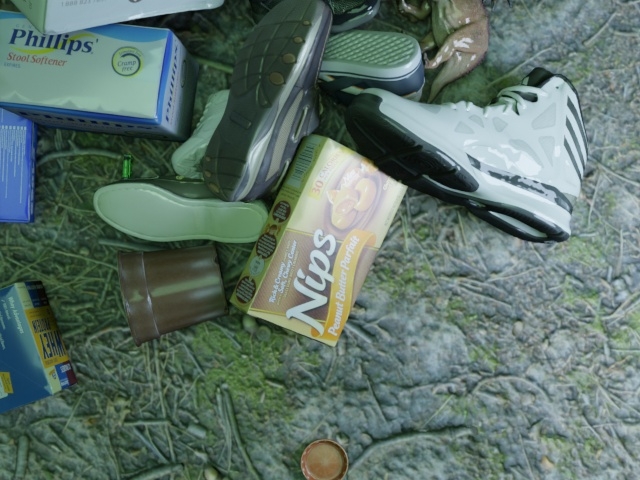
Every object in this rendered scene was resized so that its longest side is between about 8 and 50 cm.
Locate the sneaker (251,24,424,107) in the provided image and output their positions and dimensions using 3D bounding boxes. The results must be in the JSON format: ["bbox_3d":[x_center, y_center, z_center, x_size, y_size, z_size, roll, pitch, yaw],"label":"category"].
[{"bbox_3d":[0.028,-0.296,1.635,0.321,0.127,0.126,22,63,29],"label":"sneaker"}]

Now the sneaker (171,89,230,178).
[{"bbox_3d":[-0.173,-0.195,1.656,0.232,0.090,0.115,-38,62,-22],"label":"sneaker"}]

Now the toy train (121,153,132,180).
[{"bbox_3d":[-0.343,-0.112,1.702,0.017,0.024,0.083,2,90,2],"label":"toy train"}]

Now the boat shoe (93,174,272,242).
[{"bbox_3d":[-0.234,-0.062,1.665,0.305,0.091,0.109,6,123,3],"label":"boat shoe"}]

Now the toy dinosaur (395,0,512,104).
[{"bbox_3d":[0.244,-0.381,1.639,0.200,0.127,0.295,-6,102,-20],"label":"toy dinosaur"}]

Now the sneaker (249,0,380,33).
[{"bbox_3d":[-0.020,-0.411,1.578,0.228,0.130,0.087,10,56,22],"label":"sneaker"}]

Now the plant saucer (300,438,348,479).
[{"bbox_3d":[0.007,0.389,1.692,0.084,0.013,0.083,0,91,2],"label":"plant saucer"}]

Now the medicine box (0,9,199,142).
[{"bbox_3d":[-0.355,-0.258,1.570,0.264,0.289,0.149,7,90,2],"label":"medicine box"}]

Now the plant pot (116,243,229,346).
[{"bbox_3d":[-0.246,0.083,1.637,0.165,0.167,0.167,-11,89,-5],"label":"plant pot"}]

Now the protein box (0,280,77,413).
[{"bbox_3d":[-0.560,0.196,1.653,0.201,0.136,0.199,-20,89,2],"label":"protein box"}]

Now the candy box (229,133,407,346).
[{"bbox_3d":[0.000,0.000,1.620,0.183,0.087,0.316,24,91,-29],"label":"candy box"}]

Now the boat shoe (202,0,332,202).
[{"bbox_3d":[-0.070,-0.224,1.558,0.132,0.130,0.355,40,110,36],"label":"boat shoe"}]

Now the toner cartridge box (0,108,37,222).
[{"bbox_3d":[-0.577,-0.206,1.672,0.165,0.075,0.347,3,90,-10],"label":"toner cartridge box"}]

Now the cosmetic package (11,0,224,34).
[{"bbox_3d":[-0.348,-0.564,1.434,0.329,0.327,0.393,-20,53,-37],"label":"cosmetic package"}]

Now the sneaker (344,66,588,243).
[{"bbox_3d":[0.257,-0.194,1.587,0.448,0.169,0.257,26,76,-23],"label":"sneaker"}]
